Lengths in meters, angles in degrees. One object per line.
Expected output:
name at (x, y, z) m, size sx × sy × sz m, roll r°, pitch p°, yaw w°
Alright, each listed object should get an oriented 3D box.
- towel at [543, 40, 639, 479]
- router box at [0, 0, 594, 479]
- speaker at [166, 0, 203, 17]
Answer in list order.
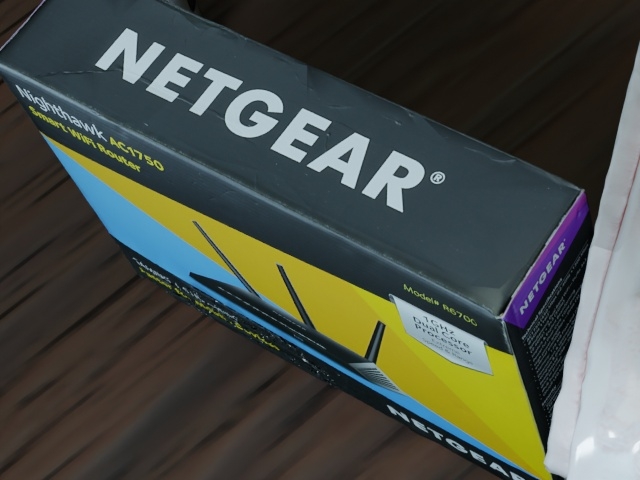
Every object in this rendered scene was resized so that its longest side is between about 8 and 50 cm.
towel at (0.245, -0.027, 0.379) m, size 0.331 × 0.053 × 0.317 m, roll 10°, pitch 46°, yaw 12°
router box at (0.000, 0.000, 0.461) m, size 0.179 × 0.133 × 0.046 m, roll 27°, pitch 70°, yaw 28°
speaker at (-0.081, -0.108, 0.547) m, size 0.055 × 0.136 × 0.055 m, roll -5°, pitch 57°, yaw 8°
